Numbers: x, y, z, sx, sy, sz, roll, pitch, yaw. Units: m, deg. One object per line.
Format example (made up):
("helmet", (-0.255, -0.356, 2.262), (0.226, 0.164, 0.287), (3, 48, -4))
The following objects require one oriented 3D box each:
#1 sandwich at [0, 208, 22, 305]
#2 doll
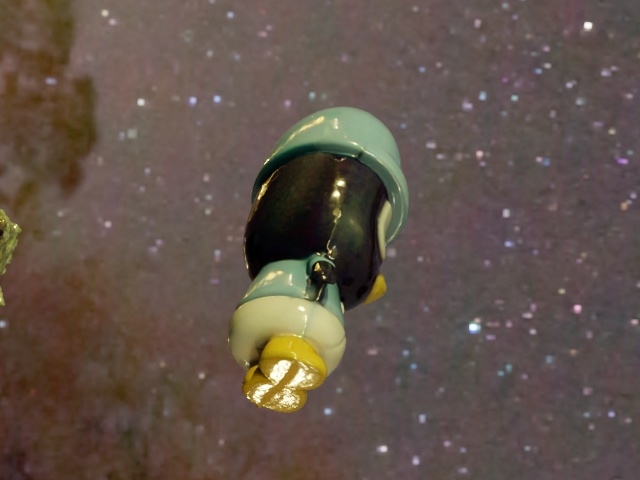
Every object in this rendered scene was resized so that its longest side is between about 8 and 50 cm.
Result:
("sandwich", (-0.477, 0.030, 1.311), (0.131, 0.325, 0.262), (74, -5, -66))
("doll", (0.000, 0.000, 1.125), (0.177, 0.141, 0.314), (126, -17, -51))
